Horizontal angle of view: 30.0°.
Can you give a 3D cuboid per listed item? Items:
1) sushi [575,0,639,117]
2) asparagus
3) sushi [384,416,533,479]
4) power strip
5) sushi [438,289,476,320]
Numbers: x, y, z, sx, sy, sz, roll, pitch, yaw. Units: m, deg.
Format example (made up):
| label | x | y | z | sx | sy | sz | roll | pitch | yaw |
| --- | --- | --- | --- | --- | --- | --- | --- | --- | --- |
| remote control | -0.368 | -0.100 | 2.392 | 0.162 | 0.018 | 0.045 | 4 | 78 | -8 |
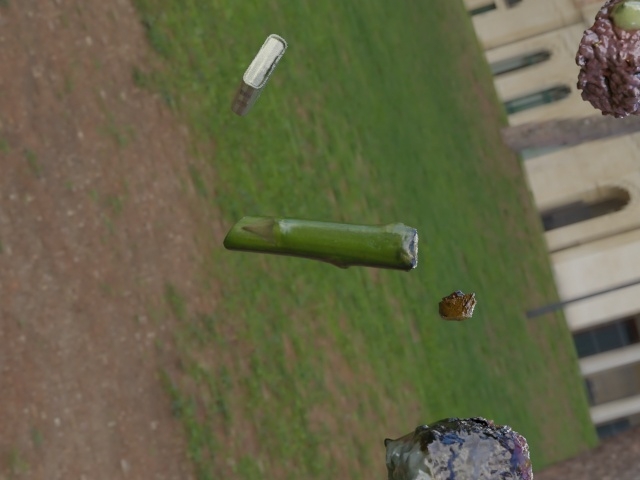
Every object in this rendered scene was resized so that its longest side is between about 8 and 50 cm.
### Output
| label | x | y | z | sx | sy | sz | roll | pitch | yaw |
| --- | --- | --- | --- | --- | --- | --- | --- | --- | --- |
| sushi | 0.622 | -0.369 | 2.331 | 0.171 | 0.270 | 0.236 | 17 | -38 | 40 |
| asparagus | 0.001 | -0.001 | 1.647 | 0.060 | 0.277 | 0.067 | -67 | 159 | -45 |
| sushi | 0.170 | 0.369 | 1.344 | 0.196 | 0.182 | 0.343 | 97 | -12 | -76 |
| power strip | -0.102 | -0.256 | 1.900 | 0.034 | 0.092 | 0.268 | 32 | -9 | -5 |
| sushi | 0.218 | 0.105 | 1.925 | 0.099 | 0.050 | 0.047 | -17 | -114 | 62 |
